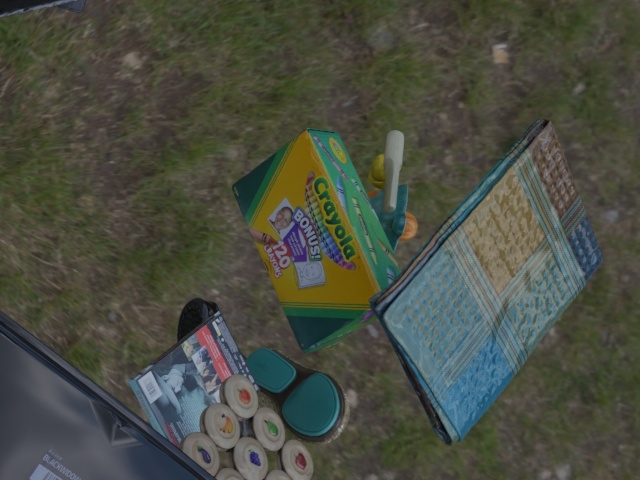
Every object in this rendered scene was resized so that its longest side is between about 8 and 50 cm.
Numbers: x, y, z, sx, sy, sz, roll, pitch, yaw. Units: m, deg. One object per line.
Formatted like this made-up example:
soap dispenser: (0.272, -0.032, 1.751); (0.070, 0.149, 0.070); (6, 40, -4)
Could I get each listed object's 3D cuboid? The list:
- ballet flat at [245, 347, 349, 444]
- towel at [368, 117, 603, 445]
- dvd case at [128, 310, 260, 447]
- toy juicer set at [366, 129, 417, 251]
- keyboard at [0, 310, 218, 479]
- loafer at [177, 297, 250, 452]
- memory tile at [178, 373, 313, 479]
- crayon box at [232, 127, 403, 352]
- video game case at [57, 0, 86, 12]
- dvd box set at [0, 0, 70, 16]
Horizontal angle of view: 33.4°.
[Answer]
ballet flat: (-0.014, 0.167, 1.099); (0.073, 0.206, 0.067); (-43, 118, -8)
towel: (0.227, 0.054, 1.385); (0.370, 0.040, 0.271); (-47, 127, -24)
dvd case: (-0.110, 0.130, 0.955); (0.119, 0.013, 0.087); (-40, 108, -47)
toy juicer set: (0.121, -0.061, 1.748); (0.090, 0.329, 0.209); (13, 63, -4)
keyboard: (-0.177, 0.178, 0.620); (0.317, 0.033, 0.201); (48, 66, -34)
loafer: (-0.134, 0.178, 1.469); (0.078, 0.080, 0.220); (-21, 104, -38)
memory tile: (-0.060, 0.179, 0.809); (0.113, 0.012, 0.148); (52, 35, -14)
crayon box: (0.000, 0.000, 1.535); (0.081, 0.165, 0.278); (-2, 63, -54)
video game case: (-0.276, -0.403, 1.170); (0.035, 0.275, 0.248); (10, 109, -33)
dvd box set: (-0.243, -0.304, 0.582); (0.308, 0.062, 0.420); (-20, 73, -23)
